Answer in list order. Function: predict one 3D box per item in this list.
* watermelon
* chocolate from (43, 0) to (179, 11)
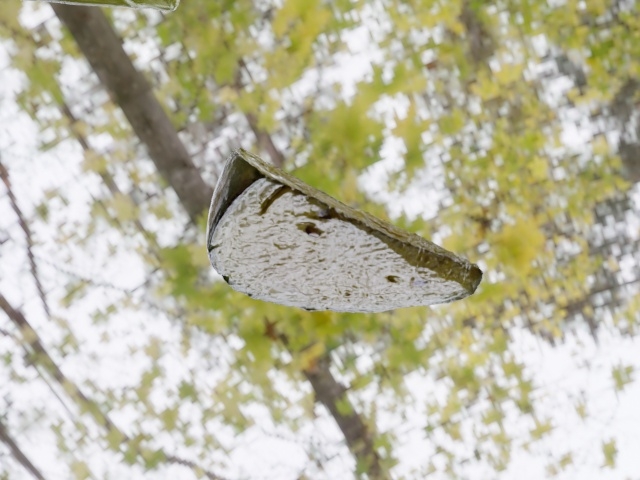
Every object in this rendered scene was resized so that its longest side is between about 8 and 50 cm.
[{"bbox_3d":[-0.007,0.008,0.848,0.092,0.181,0.075,29,-86,47],"label":"watermelon"},{"bbox_3d":[-0.192,-0.260,0.630,0.288,0.301,0.137,8,-136,18],"label":"chocolate"}]
